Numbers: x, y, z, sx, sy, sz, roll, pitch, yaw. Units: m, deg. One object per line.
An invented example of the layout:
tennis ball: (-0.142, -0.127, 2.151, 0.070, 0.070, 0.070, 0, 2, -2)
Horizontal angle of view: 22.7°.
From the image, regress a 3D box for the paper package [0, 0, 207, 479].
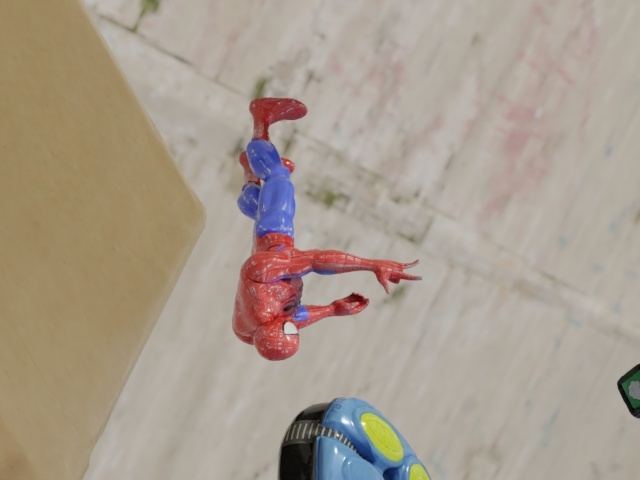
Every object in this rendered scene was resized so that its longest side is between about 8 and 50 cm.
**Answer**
paper package: (-0.205, -0.047, 0.449, 0.324, 0.168, 0.309, 61, 21, -20)

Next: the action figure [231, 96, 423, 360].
action figure: (0.000, 0.000, 1.219, 0.280, 0.139, 0.091, -87, -173, -53)

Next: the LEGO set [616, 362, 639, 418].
LEGO set: (0.236, 0.157, 0.770, 0.060, 0.244, 0.182, -45, -157, 35)

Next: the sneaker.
sneaker: (-0.008, 0.123, 0.514, 0.188, 0.078, 0.067, 95, 20, -45)
